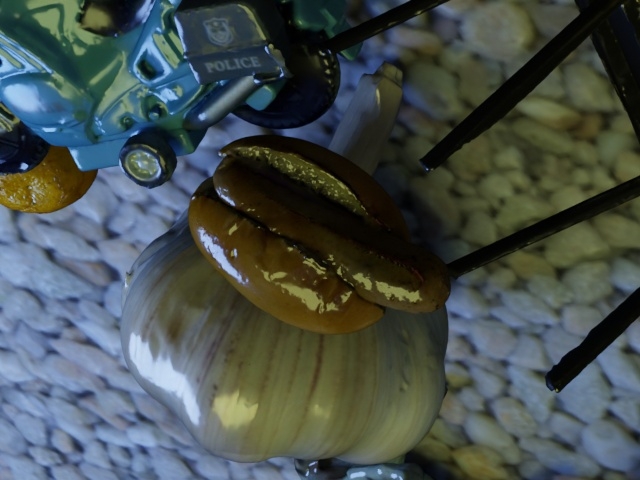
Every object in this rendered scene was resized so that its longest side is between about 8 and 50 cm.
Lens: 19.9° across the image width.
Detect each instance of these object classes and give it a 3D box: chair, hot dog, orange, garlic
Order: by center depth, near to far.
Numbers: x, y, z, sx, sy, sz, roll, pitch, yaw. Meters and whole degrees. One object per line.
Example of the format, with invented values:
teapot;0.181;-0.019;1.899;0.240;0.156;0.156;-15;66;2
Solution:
chair;0.160;-0.070;0.865;0.247;0.172;0.159;-34;123;-4
hot dog;-0.002;0.001;0.935;0.140;0.090;0.060;40;175;5
garlic;0.000;0.007;1.021;0.199;0.199;0.226;23;114;2
orange;-0.173;-0.057;1.095;0.083;0.070;0.083;5;142;4

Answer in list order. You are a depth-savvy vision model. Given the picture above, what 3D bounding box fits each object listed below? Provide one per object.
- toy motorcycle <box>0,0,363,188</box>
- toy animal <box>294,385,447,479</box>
toy motorcycle;-0.118;-0.122;0.965;0.272;0.124;0.182;-7;125;24
toy animal;0.095;0.202;1.229;0.170;0.090;0.255;-17;122;42
